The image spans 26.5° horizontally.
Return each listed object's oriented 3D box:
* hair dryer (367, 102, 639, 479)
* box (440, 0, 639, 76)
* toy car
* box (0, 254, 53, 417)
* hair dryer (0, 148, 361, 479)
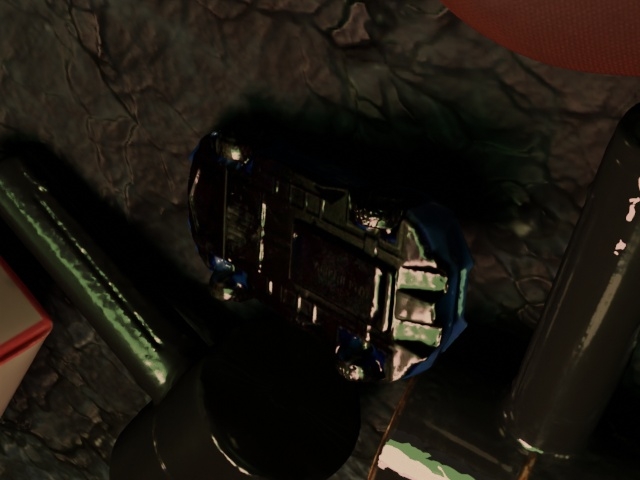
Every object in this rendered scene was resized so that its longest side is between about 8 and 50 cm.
[{"bbox_3d":[0.155,0.049,0.687,0.189,0.107,0.352,25,133,11],"label":"hair dryer"},{"bbox_3d":[0.201,-0.151,0.373,0.404,0.108,0.263,3,140,16],"label":"box"},{"bbox_3d":[0.000,0.000,0.741,0.216,0.063,0.103,28,121,47],"label":"toy car"},{"bbox_3d":[-0.421,0.078,0.926,0.314,0.300,0.312,49,140,9],"label":"box"},{"bbox_3d":[-0.139,0.077,0.931,0.302,0.116,0.244,51,140,2],"label":"hair dryer"}]
